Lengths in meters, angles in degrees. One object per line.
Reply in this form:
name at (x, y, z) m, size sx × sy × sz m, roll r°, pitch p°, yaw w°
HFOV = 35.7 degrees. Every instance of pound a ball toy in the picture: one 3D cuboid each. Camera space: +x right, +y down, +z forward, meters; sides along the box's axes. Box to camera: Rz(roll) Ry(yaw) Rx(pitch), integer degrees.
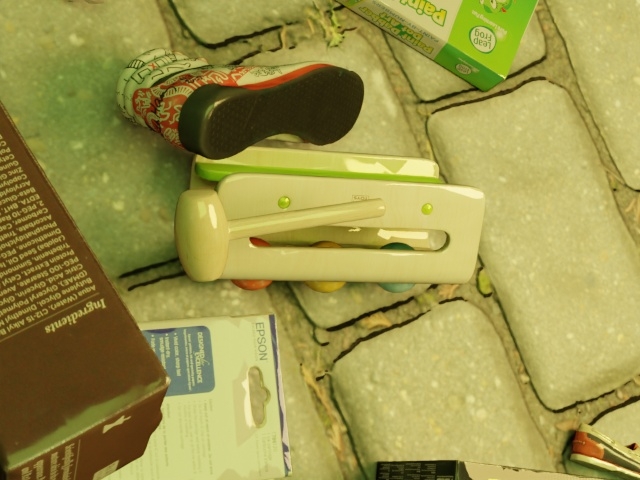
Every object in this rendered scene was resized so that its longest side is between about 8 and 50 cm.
pound a ball toy at (0.000, 0.000, 0.954) m, size 0.319 × 0.208 × 0.136 m, roll 1°, pitch 108°, yaw -20°

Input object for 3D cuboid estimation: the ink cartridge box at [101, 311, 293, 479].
ink cartridge box at (-0.198, 0.161, 0.925) m, size 0.333 × 0.065 × 0.165 m, roll -2°, pitch 79°, yaw -18°

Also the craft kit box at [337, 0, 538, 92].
craft kit box at (0.145, -0.339, 1.155) m, size 0.250 × 0.061 × 0.246 m, roll 29°, pitch 74°, yaw -12°

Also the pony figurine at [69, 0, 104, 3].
pony figurine at (-0.141, -0.436, 0.977) m, size 0.363 × 0.303 × 0.351 m, roll -7°, pitch 83°, yaw -43°

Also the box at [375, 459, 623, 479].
box at (0.172, 0.244, 0.971) m, size 0.184 × 0.191 × 0.045 m, roll 8°, pitch 75°, yaw -19°

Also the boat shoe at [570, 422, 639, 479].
boat shoe at (0.344, 0.245, 1.110) m, size 0.137 × 0.049 × 0.043 m, roll 21°, pitch 71°, yaw -10°

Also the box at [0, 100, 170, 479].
box at (-0.281, 0.020, 0.806) m, size 0.143 × 0.191 × 0.381 m, roll -28°, pitch 73°, yaw -27°

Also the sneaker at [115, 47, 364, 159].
sneaker at (-0.080, -0.151, 1.013) m, size 0.270 × 0.145 × 0.090 m, roll -19°, pitch 127°, yaw -50°
